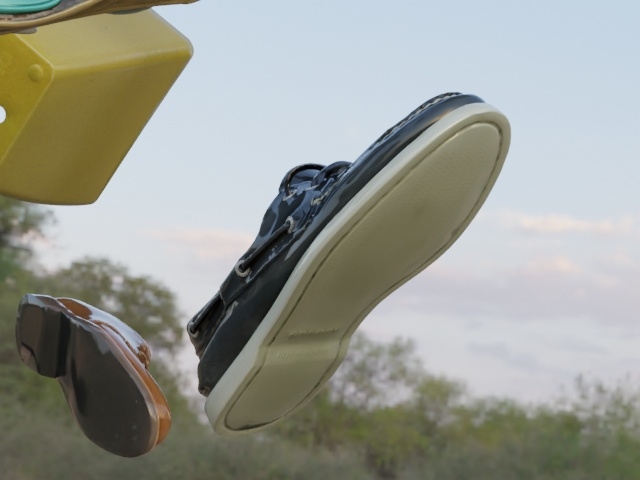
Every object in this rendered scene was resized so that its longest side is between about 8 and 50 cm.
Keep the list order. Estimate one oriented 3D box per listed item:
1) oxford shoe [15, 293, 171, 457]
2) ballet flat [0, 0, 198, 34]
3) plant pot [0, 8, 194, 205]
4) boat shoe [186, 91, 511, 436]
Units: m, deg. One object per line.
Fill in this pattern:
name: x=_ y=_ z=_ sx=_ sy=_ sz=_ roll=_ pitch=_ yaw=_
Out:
oxford shoe: x=-0.150 y=0.089 z=0.971 sx=0.076 sy=0.076 sz=0.212 roll=3 pitch=19 yaw=-33
ballet flat: x=-0.169 y=-0.167 z=0.882 sx=0.232 sy=0.080 sz=0.073 roll=-11 pitch=-23 yaw=-19
plant pot: x=-0.289 y=-0.160 z=1.274 sx=0.212 sy=0.212 sz=0.187 roll=41 pitch=22 yaw=8
boat shoe: x=0.003 y=0.000 z=0.969 sx=0.127 sy=0.113 sz=0.340 roll=-2 pitch=-41 yaw=-39
